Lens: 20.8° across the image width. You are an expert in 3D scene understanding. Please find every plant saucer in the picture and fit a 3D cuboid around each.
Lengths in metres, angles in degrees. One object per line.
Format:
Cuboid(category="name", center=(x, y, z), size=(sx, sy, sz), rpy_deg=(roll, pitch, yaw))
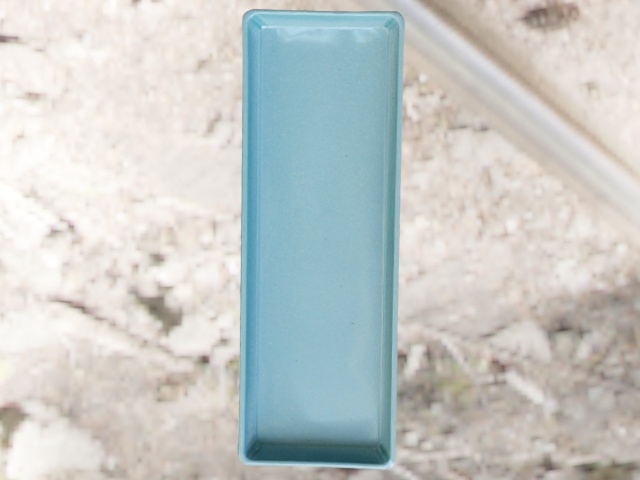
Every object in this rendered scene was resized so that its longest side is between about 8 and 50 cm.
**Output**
Cuboid(category="plant saucer", center=(0.000, 0.000, 0.729), size=(0.067, 0.018, 0.192), rpy_deg=(1, 99, 3))
